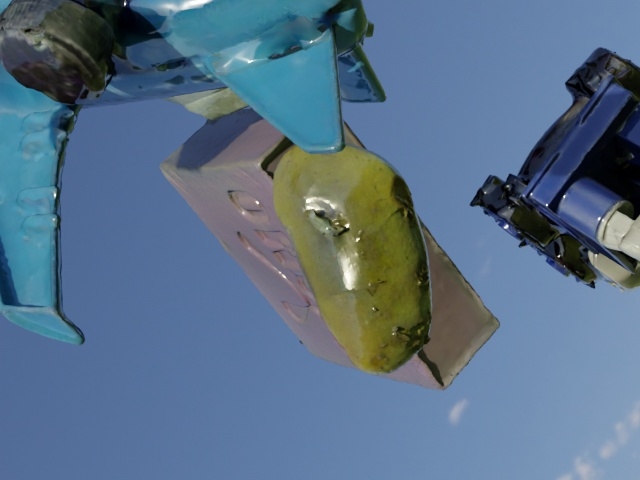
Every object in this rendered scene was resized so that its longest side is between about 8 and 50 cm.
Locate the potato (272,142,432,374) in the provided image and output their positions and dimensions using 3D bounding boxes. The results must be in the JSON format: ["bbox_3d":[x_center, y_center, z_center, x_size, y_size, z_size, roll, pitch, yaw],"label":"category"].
[{"bbox_3d":[0.028,0.010,0.877,0.085,0.105,0.188,-16,-92,-58],"label":"potato"}]

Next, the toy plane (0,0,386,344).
[{"bbox_3d":[-0.096,-0.083,0.447,0.105,0.271,0.254,61,-139,-51],"label":"toy plane"}]

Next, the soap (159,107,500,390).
[{"bbox_3d":[0.000,0.000,1.174,0.107,0.285,0.296,-44,-72,-18],"label":"soap"}]

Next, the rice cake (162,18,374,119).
[{"bbox_3d":[-0.066,-0.168,0.995,0.124,0.211,0.038,24,-121,-34],"label":"rice cake"}]

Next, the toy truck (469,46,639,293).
[{"bbox_3d":[0.242,-0.028,0.880,0.161,0.177,0.213,-54,-40,5],"label":"toy truck"}]
